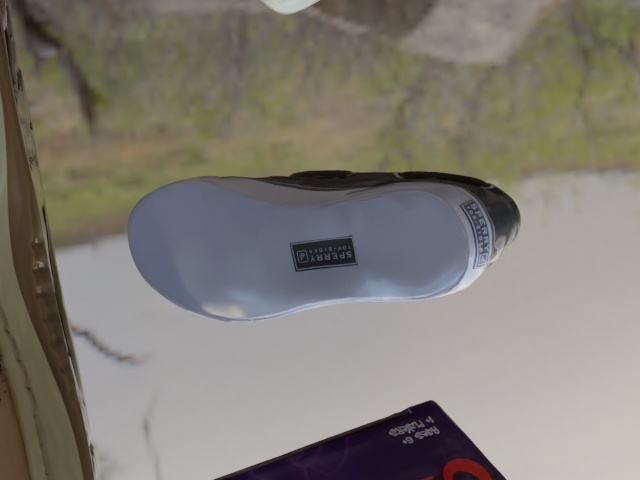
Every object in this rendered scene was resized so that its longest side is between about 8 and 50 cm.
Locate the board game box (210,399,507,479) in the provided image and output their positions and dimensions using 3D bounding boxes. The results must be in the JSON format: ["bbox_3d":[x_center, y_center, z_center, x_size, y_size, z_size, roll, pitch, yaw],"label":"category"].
[{"bbox_3d":[-0.080,0.206,0.541,0.208,0.056,0.347,-13,137,-33],"label":"board game box"}]

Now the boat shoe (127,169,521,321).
[{"bbox_3d":[0.000,0.000,0.640,0.142,0.049,0.040,1,-168,35],"label":"boat shoe"}]

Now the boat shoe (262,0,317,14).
[{"bbox_3d":[0.014,-0.166,0.971,0.153,0.056,0.048,-25,138,38],"label":"boat shoe"}]

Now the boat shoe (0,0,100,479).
[{"bbox_3d":[-0.144,0.055,0.713,0.110,0.341,0.121,-11,174,-7],"label":"boat shoe"}]
